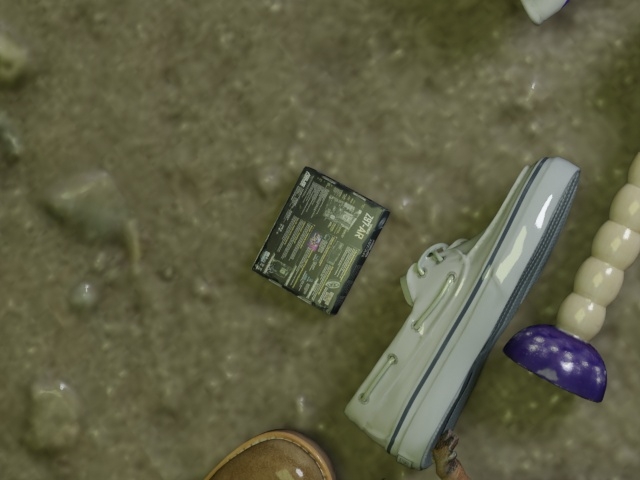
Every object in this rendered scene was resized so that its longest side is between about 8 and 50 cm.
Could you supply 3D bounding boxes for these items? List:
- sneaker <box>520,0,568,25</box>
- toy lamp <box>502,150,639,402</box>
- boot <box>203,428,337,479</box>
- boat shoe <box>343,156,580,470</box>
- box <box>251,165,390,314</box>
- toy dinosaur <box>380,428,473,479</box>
[{"bbox_3d":[0.225,-0.223,0.847,0.323,0.130,0.236,29,103,14],"label":"sneaker"},{"bbox_3d":[0.203,-0.037,0.859,0.080,0.080,0.274,28,95,17],"label":"toy lamp"},{"bbox_3d":[-0.098,0.259,0.917,0.112,0.115,0.305,38,97,18],"label":"boot"},{"bbox_3d":[0.085,0.038,0.887,0.076,0.083,0.226,30,96,16],"label":"boat shoe"},{"bbox_3d":[0.000,0.000,0.951,0.067,0.018,0.083,28,95,17],"label":"box"},{"bbox_3d":[0.126,0.228,0.852,0.200,0.127,0.296,39,119,-19],"label":"toy dinosaur"}]
